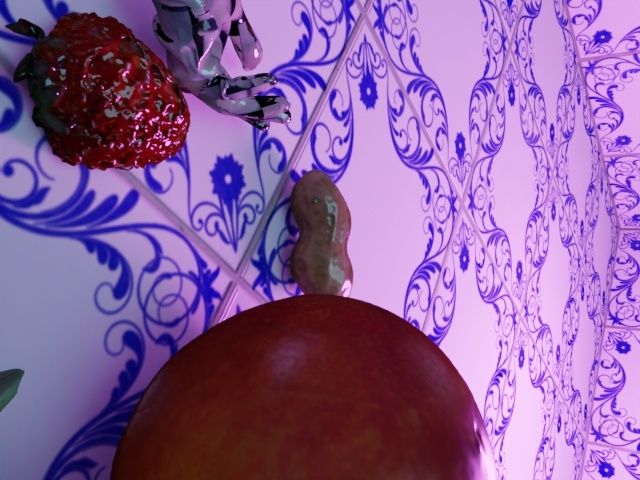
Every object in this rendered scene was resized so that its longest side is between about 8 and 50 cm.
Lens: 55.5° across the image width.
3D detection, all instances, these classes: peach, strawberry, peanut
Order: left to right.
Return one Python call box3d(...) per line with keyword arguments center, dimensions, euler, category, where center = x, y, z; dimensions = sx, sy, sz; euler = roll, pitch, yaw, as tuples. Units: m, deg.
box3d(center=(-0.186, -0.131, 0.560), dimensions=(0.140, 0.085, 0.192), euler=(-60, 137, -36), category="strawberry")
box3d(center=(-0.006, 0.227, 0.608), dimensions=(0.388, 0.388, 0.388), euler=(-3, 94, -54), category="peach")
box3d(center=(-0.002, 0.000, 0.824), dimensions=(0.089, 0.089, 0.192), euler=(-5, 91, -54), category="peanut")

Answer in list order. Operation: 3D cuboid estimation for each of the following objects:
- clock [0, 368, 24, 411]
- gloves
box3d(center=(-0.306, 0.100, 0.386), dimensions=(0.231, 0.103, 0.144), euler=(7, 94, -53), category="clock")
box3d(center=(-0.107, -0.192, 0.648), dimensions=(0.111, 0.127, 0.212), euler=(-22, 139, -6), category="gloves")
